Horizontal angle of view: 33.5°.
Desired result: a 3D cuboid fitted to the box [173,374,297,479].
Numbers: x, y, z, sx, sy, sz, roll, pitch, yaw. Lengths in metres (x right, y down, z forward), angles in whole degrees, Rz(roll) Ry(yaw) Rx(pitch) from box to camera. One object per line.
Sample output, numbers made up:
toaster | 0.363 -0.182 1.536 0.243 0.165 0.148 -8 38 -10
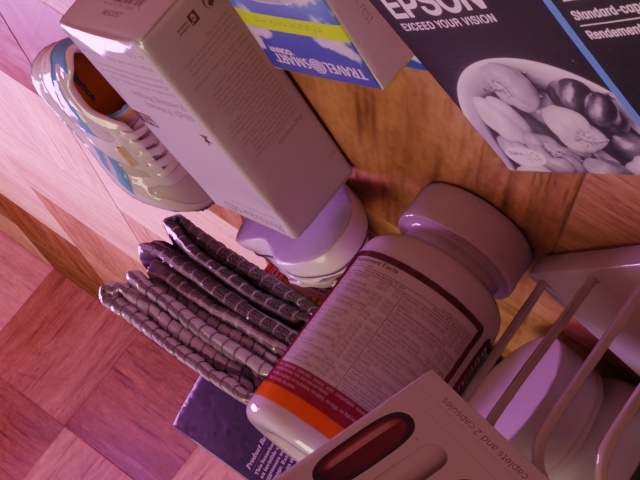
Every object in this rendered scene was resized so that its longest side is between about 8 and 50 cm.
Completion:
box | 0.024 0.262 1.379 0.294 0.182 0.296 28 176 36

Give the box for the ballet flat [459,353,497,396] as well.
ballet flat | 0.130 0.128 1.059 0.247 0.083 0.087 48 176 -29

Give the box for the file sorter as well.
file sorter | 0.227 0.125 0.648 0.193 0.173 0.278 41 165 -11

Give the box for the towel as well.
towel | -0.055 0.102 1.112 0.284 0.121 0.235 29 174 35

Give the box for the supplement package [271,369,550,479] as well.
supplement package | 0.099 0.247 0.613 0.262 0.145 0.204 42 156 41

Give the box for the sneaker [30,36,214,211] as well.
sneaker | -0.184 -0.107 1.055 0.229 0.087 0.092 42 162 -24

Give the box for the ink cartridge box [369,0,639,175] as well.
ink cartridge box | 0.104 -0.110 0.479 0.208 0.045 0.206 46 163 -25

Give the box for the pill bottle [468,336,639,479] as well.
pill bottle | 0.253 0.216 0.877 0.283 0.161 0.161 40 165 -8

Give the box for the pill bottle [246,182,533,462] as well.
pill bottle | 0.055 0.073 0.781 0.121 0.221 0.121 34 164 11

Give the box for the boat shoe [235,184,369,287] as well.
boat shoe | 0.000 0.000 0.974 0.084 0.095 0.258 38 176 -18

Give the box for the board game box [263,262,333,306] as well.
board game box | 0.021 0.096 1.263 0.193 0.045 0.147 35 164 9

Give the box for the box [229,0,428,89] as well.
box | -0.018 -0.155 0.621 0.109 0.042 0.178 22 157 46

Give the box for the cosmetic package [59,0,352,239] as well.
cosmetic package | -0.083 -0.108 0.827 0.117 0.085 0.231 23 158 44
